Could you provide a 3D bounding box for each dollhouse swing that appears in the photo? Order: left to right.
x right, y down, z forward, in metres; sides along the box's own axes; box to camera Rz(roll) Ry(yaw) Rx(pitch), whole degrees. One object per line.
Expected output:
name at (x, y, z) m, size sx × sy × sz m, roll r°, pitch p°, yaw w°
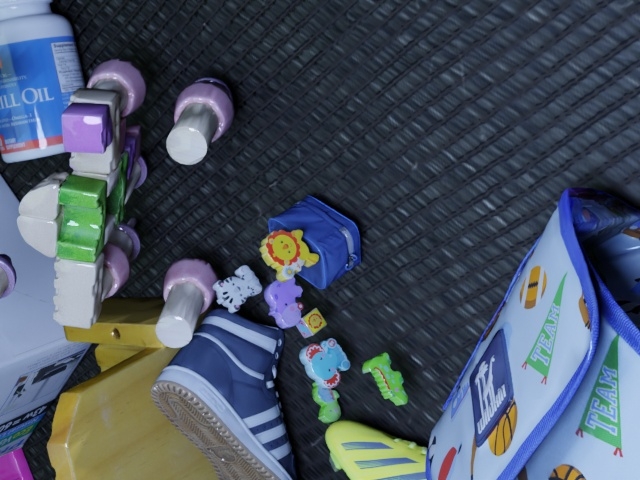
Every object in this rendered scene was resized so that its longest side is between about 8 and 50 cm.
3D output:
dollhouse swing at (-0.259, 0.278, 1.301) m, size 0.315 × 0.305 × 0.347 m, roll -2°, pitch 103°, yaw 42°

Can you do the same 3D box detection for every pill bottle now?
pill bottle at (-0.367, -0.217, 1.357) m, size 0.124 × 0.124 × 0.221 m, roll -5°, pitch 101°, yaw 42°

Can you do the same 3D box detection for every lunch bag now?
lunch bag at (0.000, 0.000, 1.141) m, size 0.098 × 0.065 × 0.067 m, roll 33°, pitch 144°, yaw 32°
lunch bag at (0.256, 0.191, 0.872) m, size 0.385 × 0.239 × 0.328 m, roll 53°, pitch 134°, yaw 37°

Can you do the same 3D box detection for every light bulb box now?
light bulb box at (-0.555, 0.119, 1.566) m, size 0.358 × 0.225 × 0.361 m, roll 52°, pitch 130°, yaw 16°

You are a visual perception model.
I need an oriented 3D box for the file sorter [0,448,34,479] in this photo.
file sorter at (-0.564, 0.489, 1.723) m, size 0.202 × 0.182 × 0.290 m, roll -23°, pitch 88°, yaw 44°

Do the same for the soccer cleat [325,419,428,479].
soccer cleat at (0.129, 0.258, 1.111) m, size 0.289 × 0.093 × 0.121 m, roll 33°, pitch 101°, yaw 32°

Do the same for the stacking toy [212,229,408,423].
stacking toy at (-0.017, 0.101, 1.148) m, size 0.221 × 0.052 × 0.167 m, roll 55°, pitch 150°, yaw -2°

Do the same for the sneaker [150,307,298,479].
sneaker at (-0.076, 0.205, 1.267) m, size 0.099 × 0.153 × 0.282 m, roll -7°, pitch 130°, yaw 36°

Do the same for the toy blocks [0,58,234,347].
toy blocks at (-0.257, -0.073, 1.225) m, size 0.309 × 0.260 × 0.288 m, roll 8°, pitch 116°, yaw 0°
